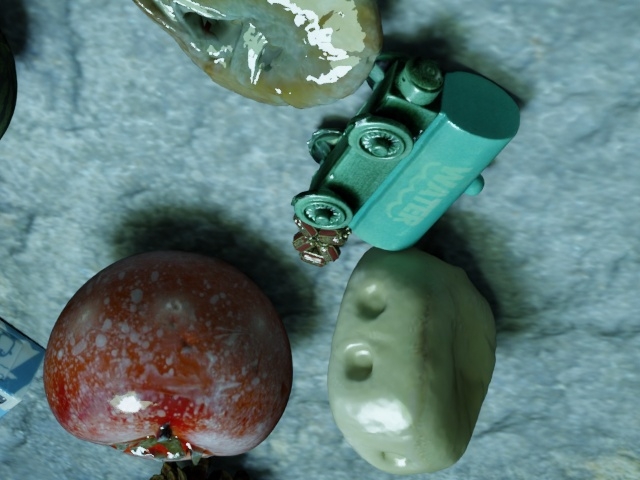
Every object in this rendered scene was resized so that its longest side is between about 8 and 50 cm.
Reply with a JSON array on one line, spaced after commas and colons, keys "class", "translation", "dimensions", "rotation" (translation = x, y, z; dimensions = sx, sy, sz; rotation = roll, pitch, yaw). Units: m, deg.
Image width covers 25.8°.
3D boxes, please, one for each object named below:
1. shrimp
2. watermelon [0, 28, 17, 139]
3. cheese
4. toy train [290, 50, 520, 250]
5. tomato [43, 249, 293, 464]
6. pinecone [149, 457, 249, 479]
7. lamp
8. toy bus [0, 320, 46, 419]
[{"class": "shrimp", "translation": [-0.096, -0.197, 1.196], "dimensions": [0.317, 0.077, 0.168], "rotation": [12, 124, 19]}, {"class": "watermelon", "translation": [-0.395, -0.152, 1.333], "dimensions": [0.212, 0.212, 0.212], "rotation": [16, 143, 12]}, {"class": "cheese", "translation": [0.099, 0.115, 1.393], "dimensions": [0.117, 0.218, 0.235], "rotation": [3, 106, 30]}, {"class": "toy train", "translation": [0.075, -0.073, 1.263], "dimensions": [0.159, 0.101, 0.248], "rotation": [18, 147, -13]}, {"class": "tomato", "translation": [-0.161, 0.126, 1.527], "dimensions": [0.270, 0.227, 0.270], "rotation": [6, 161, 2]}, {"class": "pinecone", "translation": [-0.151, 0.387, 1.888], "dimensions": [0.207, 0.208, 0.208], "rotation": [16, 143, 12]}, {"class": "lamp", "translation": [0.000, 0.000, 1.445], "dimensions": [0.063, 0.031, 0.083], "rotation": [21, 147, 7]}, {"class": "toy bus", "translation": [-0.515, 0.120, 1.826], "dimensions": [0.297, 0.106, 0.131], "rotation": [38, 140, -20]}]
